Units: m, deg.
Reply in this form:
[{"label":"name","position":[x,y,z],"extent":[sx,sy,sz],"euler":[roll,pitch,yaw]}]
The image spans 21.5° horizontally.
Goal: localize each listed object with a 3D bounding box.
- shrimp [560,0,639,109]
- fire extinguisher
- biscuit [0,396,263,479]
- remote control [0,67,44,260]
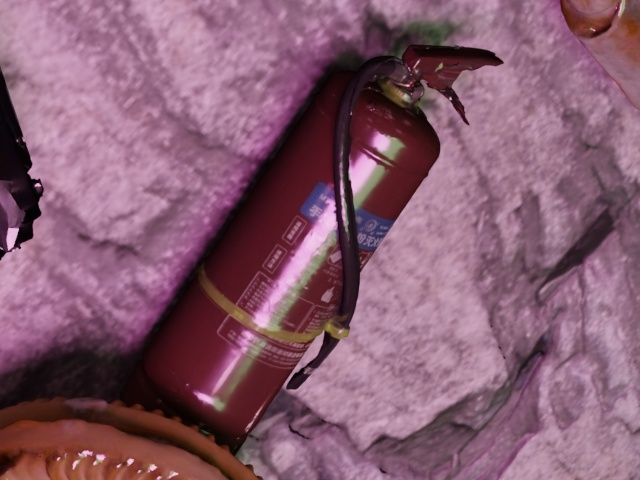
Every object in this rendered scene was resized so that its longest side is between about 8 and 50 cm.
[{"label":"shrimp","position":[0.285,-0.196,1.209],"extent":[0.247,0.085,0.360],"euler":[-38,127,-9]},{"label":"fire extinguisher","position":[0.000,0.000,1.167],"extent":[0.141,0.105,0.341],"euler":[17,113,-51]},{"label":"biscuit","position":[-0.152,0.196,1.161],"extent":[0.259,0.079,0.259],"euler":[5,138,5]},{"label":"remote control","position":[-0.233,-0.167,0.906],"extent":[0.062,0.144,0.399],"euler":[-28,131,-19]}]
